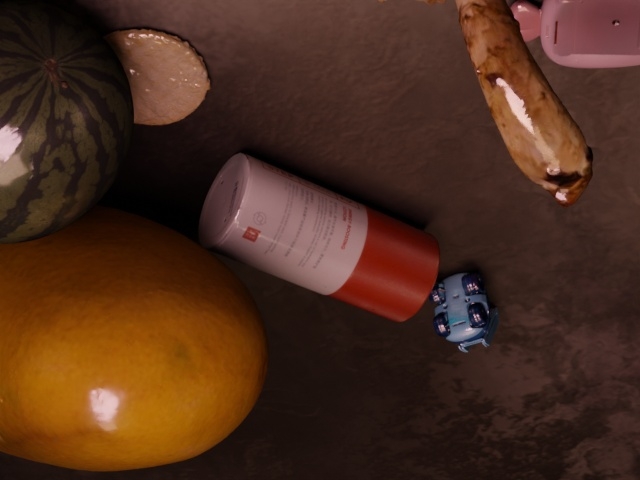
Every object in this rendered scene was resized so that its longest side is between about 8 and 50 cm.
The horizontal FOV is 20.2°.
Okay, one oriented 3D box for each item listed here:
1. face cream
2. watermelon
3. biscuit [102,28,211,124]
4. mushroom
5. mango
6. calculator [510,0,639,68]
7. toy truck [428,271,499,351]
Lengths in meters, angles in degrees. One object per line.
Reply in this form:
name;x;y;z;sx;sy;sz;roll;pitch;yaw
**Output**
face cream;0.000;0.000;1.696;0.214;0.095;0.096;22;136;-23
watermelon;-0.262;-0.100;1.502;0.212;0.212;0.212;1;141;1
biscuit;-0.157;-0.143;1.590;0.120;0.015;0.120;1;140;1
mushroom;0.128;-0.215;1.298;0.208;0.301;0.233;-44;145;2
mango;-0.205;0.090;1.594;0.300;0.232;0.446;2;-174;-20
calculator;0.242;-0.185;1.516;0.166;0.024;0.103;-2;141;3
toy truck;0.152;0.076;1.809;0.056;0.073;0.090;-17;151;22
